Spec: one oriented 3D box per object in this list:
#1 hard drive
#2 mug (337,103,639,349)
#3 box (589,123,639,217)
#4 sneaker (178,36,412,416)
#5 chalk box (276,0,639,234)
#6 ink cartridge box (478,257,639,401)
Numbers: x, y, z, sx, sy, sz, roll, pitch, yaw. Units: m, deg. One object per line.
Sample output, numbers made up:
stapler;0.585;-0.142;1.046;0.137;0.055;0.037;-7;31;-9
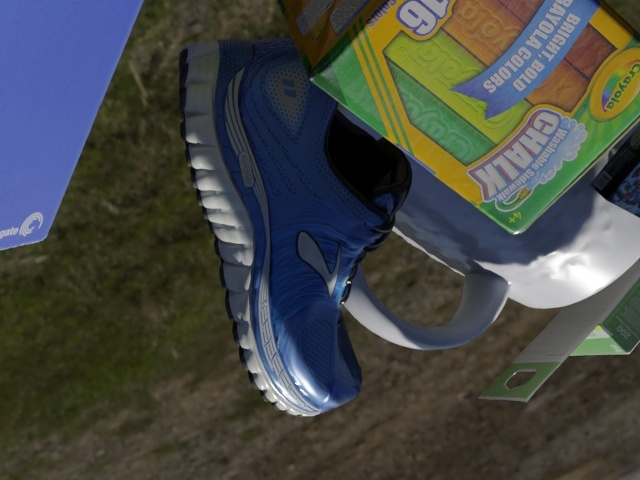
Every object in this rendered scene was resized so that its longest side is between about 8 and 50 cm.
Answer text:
hard drive;-0.224;-0.129;0.927;0.210;0.040;0.318;-17;137;-62
mug;0.133;-0.075;1.239;0.328;0.374;0.276;28;166;-32
box;0.310;-0.083;1.118;0.094;0.027;0.137;18;115;-50
sneaker;0.000;0.000;0.911;0.147;0.129;0.330;-10;130;3
chalk box;0.101;-0.104;0.724;0.213;0.132;0.132;34;109;-26
ink cartridge box;0.298;0.111;1.430;0.235;0.056;0.171;-48;-176;-12
